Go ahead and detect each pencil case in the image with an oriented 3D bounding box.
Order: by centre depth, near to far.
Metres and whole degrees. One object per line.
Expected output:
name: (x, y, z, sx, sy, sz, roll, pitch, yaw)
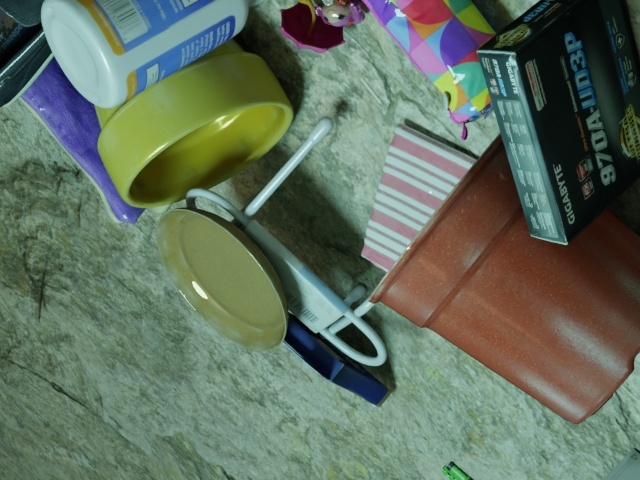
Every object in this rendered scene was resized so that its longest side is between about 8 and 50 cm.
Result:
pencil case: (0.124, -0.231, 1.663, 0.236, 0.104, 0.104, 54, 150, 0)

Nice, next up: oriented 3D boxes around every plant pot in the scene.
plant pot: (0.238, 0.044, 1.681, 0.265, 0.272, 0.272, 39, 149, 5)
plant pot: (-0.197, -0.207, 2.008, 0.239, 0.254, 0.254, 62, 152, 14)
plant pot: (-0.127, 0.047, 2.069, 0.236, 0.032, 0.236, 32, 146, 25)

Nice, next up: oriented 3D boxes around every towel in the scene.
towel: (0.131, -0.032, 1.890, 0.144, 0.029, 0.197, 29, 120, 26)

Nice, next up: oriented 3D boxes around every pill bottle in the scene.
pill bottle: (-0.183, -0.285, 1.837, 0.152, 0.272, 0.152, 42, 152, 28)

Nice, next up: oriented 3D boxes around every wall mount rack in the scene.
wall mount rack: (0.000, 0.000, 2.038, 0.350, 0.130, 0.304, 41, 153, -5)

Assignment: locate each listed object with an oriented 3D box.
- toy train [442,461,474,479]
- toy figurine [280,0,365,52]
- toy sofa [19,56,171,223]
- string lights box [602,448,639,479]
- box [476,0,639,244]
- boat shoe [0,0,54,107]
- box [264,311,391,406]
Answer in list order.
toy train: (0.214, 0.358, 2.268, 0.083, 0.017, 0.024, 40, 138, 18)
toy figurine: (-0.003, -0.294, 1.794, 0.173, 0.130, 0.159, -5, 137, 27)
toy sofa: (-0.307, -0.212, 2.190, 0.362, 0.177, 0.150, 50, 150, 3)
string lights box: (0.363, 0.395, 1.993, 0.076, 0.133, 0.260, 39, 147, 20)
box: (0.252, -0.135, 1.528, 0.051, 0.175, 0.220, 13, 132, 46)
boat shoe: (-0.379, -0.355, 2.013, 0.187, 0.156, 0.500, 46, 121, 7)
box: (0.008, 0.165, 2.192, 0.136, 0.036, 0.225, 40, -177, 29)
